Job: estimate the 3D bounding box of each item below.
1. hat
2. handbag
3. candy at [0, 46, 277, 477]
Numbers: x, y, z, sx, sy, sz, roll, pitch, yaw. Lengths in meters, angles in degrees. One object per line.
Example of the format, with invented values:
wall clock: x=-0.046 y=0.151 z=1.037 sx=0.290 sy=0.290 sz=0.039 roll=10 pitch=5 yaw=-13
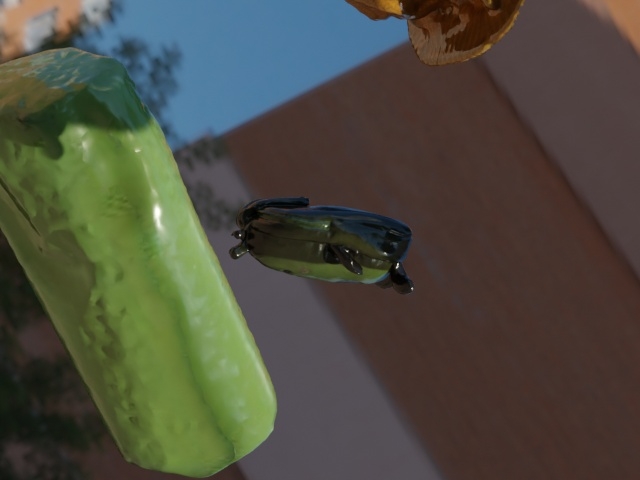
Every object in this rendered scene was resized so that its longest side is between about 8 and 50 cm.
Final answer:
hat: x=0.048 y=-0.293 z=1.699 sx=0.233 sy=0.233 sz=0.244 roll=-53 pitch=-152 yaw=37
handbag: x=0.000 y=0.000 z=1.091 sx=0.072 sy=0.111 sz=0.047 roll=-164 pitch=-95 yaw=-72
candy: x=-0.141 y=0.023 z=1.338 sx=0.142 sy=0.132 sz=0.343 roll=52 pitch=-14 yaw=58
